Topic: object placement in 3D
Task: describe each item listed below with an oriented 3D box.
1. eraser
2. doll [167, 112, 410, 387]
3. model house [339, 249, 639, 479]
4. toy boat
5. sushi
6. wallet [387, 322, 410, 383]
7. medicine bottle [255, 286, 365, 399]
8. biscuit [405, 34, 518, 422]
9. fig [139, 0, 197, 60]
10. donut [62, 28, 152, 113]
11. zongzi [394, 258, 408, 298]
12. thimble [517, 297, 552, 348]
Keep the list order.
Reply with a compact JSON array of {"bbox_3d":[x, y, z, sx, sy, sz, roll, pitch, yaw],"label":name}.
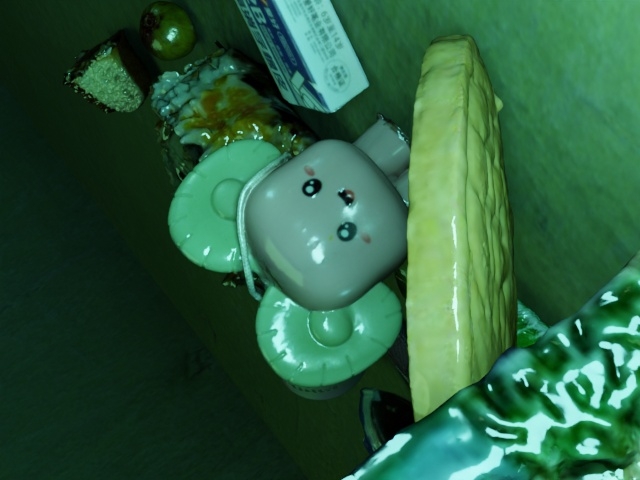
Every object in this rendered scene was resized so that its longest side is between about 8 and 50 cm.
[{"bbox_3d":[-0.037,-0.244,1.446,0.124,0.068,0.210,30,151,61],"label":"eraser"},{"bbox_3d":[0.000,0.000,1.476,0.284,0.268,0.216,53,164,10],"label":"doll"},{"bbox_3d":[0.260,0.274,0.907,0.400,0.445,0.395,50,163,27],"label":"model house"},{"bbox_3d":[0.142,0.336,2.106,0.262,0.114,0.115,48,153,11],"label":"toy boat"},{"bbox_3d":[-0.085,-0.064,1.797,0.417,0.176,0.417,50,165,18],"label":"sushi"},{"bbox_3d":[0.110,0.147,1.952,0.166,0.030,0.111,50,166,20],"label":"wallet"},{"bbox_3d":[-0.014,0.121,2.058,0.152,0.152,0.254,46,164,31],"label":"medicine bottle"},{"bbox_3d":[0.127,0.031,1.129,0.365,0.062,0.385,71,-160,-53],"label":"biscuit"},{"bbox_3d":[-0.204,-0.287,1.912,0.084,0.082,0.098,12,174,45],"label":"fig"},{"bbox_3d":[-0.346,-0.283,2.307,0.187,0.144,0.126,-18,117,44],"label":"donut"},{"bbox_3d":[0.140,0.059,1.630,0.113,0.052,0.104,32,165,27],"label":"zongzi"},{"bbox_3d":[0.196,0.126,1.450,0.090,0.118,0.130,49,139,36],"label":"thimble"}]
